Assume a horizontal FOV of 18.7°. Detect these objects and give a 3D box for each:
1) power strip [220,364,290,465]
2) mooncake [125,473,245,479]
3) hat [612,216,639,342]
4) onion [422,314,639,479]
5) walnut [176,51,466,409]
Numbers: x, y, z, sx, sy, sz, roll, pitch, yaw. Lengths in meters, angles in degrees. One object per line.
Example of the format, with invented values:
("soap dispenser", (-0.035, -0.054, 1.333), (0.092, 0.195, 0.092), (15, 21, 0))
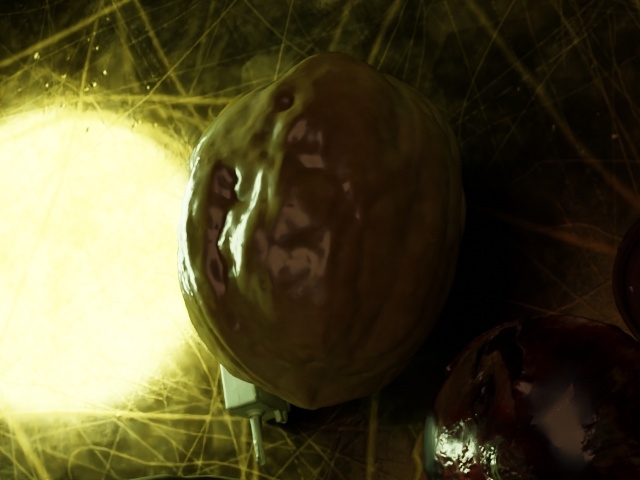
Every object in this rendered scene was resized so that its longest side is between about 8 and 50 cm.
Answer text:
("power strip", (-0.070, 0.152, 2.048), (0.042, 0.075, 0.175), (-19, 66, 25))
("mooncake", (-0.153, 0.450, 1.780), (0.467, 0.467, 0.262), (-46, 44, 11))
("hat", (0.365, 0.029, 1.786), (0.205, 0.089, 0.205), (-7, 55, 10))
("onion", (0.199, 0.193, 1.804), (0.272, 0.195, 0.272), (-5, 80, 31))
("walnut", (-0.003, -0.001, 1.929), (0.306, 0.306, 0.344), (-11, 68, 28))
